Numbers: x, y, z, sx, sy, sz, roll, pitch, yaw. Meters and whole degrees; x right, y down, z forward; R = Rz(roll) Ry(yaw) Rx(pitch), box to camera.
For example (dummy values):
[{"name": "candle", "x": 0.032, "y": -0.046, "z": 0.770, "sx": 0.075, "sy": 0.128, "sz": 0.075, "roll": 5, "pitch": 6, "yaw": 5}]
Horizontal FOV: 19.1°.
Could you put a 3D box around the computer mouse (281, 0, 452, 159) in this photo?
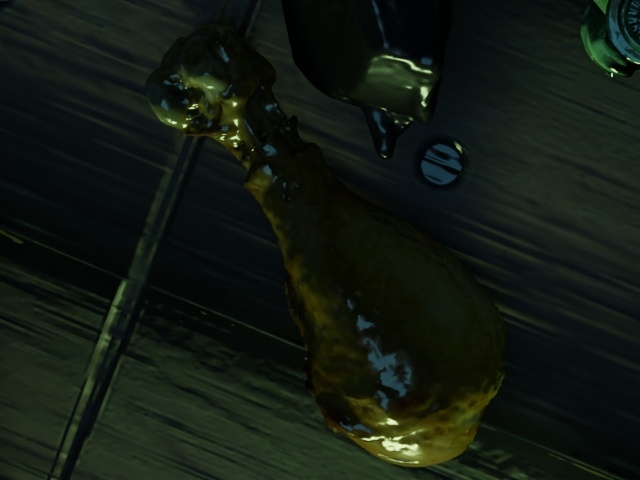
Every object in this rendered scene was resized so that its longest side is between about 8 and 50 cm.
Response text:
[{"name": "computer mouse", "x": 0.017, "y": -0.170, "z": 0.892, "sx": 0.088, "sy": 0.147, "sz": 0.264, "roll": -14, "pitch": 99, "yaw": -13}]

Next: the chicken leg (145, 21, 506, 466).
[{"name": "chicken leg", "x": 0.003, "y": -0.002, "z": 0.947, "sx": 0.087, "sy": 0.107, "sz": 0.251, "roll": -37, "pitch": 87, "yaw": 30}]

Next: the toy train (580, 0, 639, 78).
[{"name": "toy train", "x": 0.148, "y": -0.169, "z": 0.904, "sx": 0.132, "sy": 0.083, "sz": 0.200, "roll": -39, "pitch": 95, "yaw": 2}]
